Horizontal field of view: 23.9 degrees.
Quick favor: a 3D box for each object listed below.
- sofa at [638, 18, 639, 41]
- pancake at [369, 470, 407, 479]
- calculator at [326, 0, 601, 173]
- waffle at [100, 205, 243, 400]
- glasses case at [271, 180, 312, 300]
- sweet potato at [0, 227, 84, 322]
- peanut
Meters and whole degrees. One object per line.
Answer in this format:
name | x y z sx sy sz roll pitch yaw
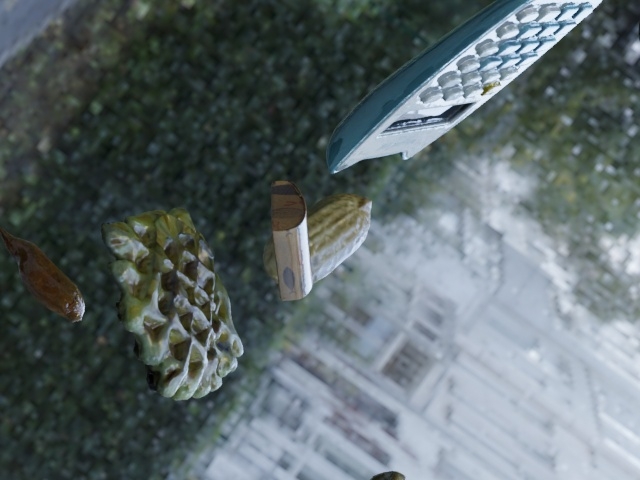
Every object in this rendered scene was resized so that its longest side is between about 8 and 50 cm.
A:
sofa | 0.282 -0.306 1.365 0.182 0.258 0.200 -20 -145 34
pancake | 0.026 0.260 1.417 0.139 0.022 0.139 -39 179 0
calculator | 0.182 -0.210 1.838 0.386 0.054 0.256 -35 168 34
waffle | -0.149 0.066 1.589 0.054 0.204 0.223 -16 -179 21
glasses case | -0.032 0.002 1.723 0.170 0.041 0.065 85 3 -61
sweet potato | -0.390 0.042 2.091 0.056 0.195 0.056 -36 159 -17
peanut | 0.000 0.000 1.948 0.194 0.083 0.093 -34 150 -43
